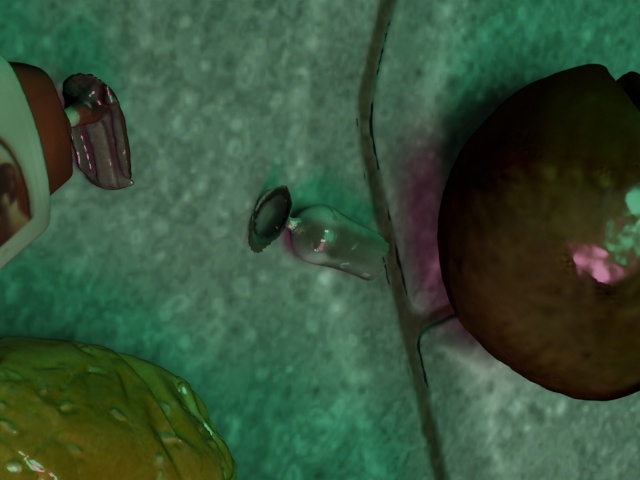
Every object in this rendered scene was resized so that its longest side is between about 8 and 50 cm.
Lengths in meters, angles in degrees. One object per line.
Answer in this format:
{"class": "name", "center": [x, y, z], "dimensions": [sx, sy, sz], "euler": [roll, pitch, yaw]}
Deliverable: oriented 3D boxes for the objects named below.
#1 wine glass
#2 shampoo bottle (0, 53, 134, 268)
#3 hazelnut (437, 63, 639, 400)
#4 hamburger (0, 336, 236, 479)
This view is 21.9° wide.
{"class": "wine glass", "center": [0.000, 0.000, 0.970], "dimensions": [0.083, 0.039, 0.042], "euler": [23, 82, -36]}
{"class": "shampoo bottle", "center": [-0.176, -0.023, 0.769], "dimensions": [0.284, 0.071, 0.153], "euler": [-34, 130, -54]}
{"class": "hazelnut", "center": [0.169, -0.016, 1.000], "dimensions": [0.208, 0.208, 0.208], "euler": [-4, 98, -31]}
{"class": "hamburger", "center": [-0.126, 0.120, 0.850], "dimensions": [0.207, 0.135, 0.155], "euler": [-10, 103, -33]}
